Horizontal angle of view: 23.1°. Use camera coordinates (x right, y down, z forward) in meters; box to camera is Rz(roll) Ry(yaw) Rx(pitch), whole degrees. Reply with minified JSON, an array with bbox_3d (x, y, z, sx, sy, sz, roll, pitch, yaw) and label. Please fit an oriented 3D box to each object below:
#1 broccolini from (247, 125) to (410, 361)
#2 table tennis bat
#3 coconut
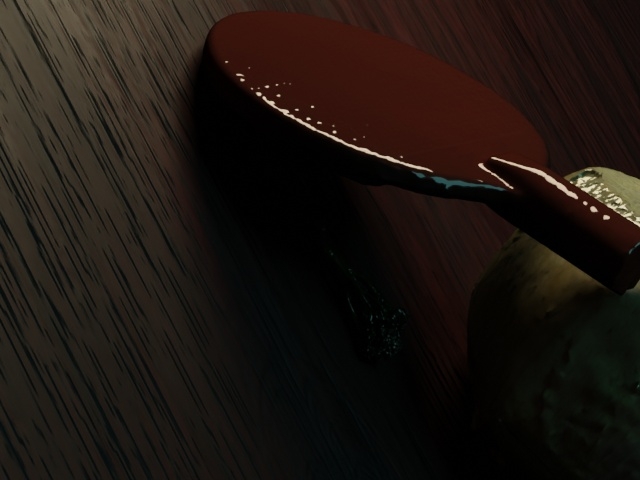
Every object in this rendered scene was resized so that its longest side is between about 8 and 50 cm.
[{"bbox_3d":[-0.001,0.001,1.244,0.218,0.042,0.044,55,29,9],"label":"broccolini"},{"bbox_3d":[0.083,-0.085,1.231,0.415,0.051,0.268,35,30,29],"label":"table tennis bat"},{"bbox_3d":[0.260,0.102,1.293,0.297,0.254,0.297,26,14,-7],"label":"coconut"}]
